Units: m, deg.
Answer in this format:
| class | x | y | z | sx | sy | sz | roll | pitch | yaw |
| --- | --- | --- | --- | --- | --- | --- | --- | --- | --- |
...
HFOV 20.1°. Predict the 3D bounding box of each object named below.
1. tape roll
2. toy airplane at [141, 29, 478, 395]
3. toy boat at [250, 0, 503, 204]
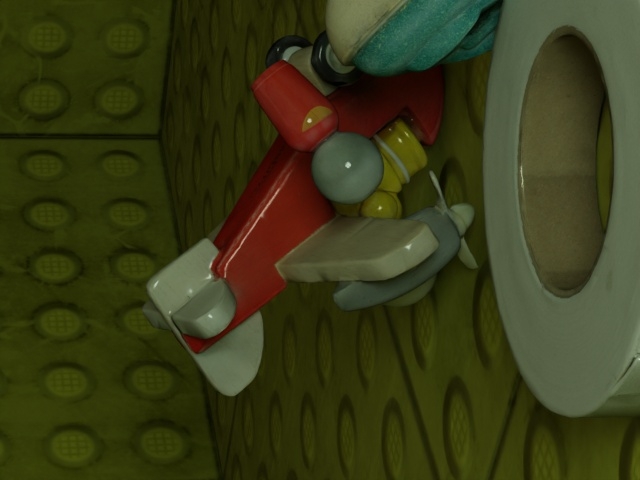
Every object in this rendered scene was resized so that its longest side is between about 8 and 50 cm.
| class | x | y | z | sx | sy | sz | roll | pitch | yaw |
| --- | --- | --- | --- | --- | --- | --- | --- | --- | --- |
| tape roll | 0.214 | -0.057 | 1.372 | 0.392 | 0.072 | 0.392 | 179 | 90 | -76 |
| toy airplane | 0.000 | 0.000 | 1.865 | 0.384 | 0.272 | 0.386 | -42 | 25 | 30 |
| toy boat | 0.077 | -0.171 | 1.591 | 0.148 | 0.267 | 0.318 | 50 | 123 | 5 |
